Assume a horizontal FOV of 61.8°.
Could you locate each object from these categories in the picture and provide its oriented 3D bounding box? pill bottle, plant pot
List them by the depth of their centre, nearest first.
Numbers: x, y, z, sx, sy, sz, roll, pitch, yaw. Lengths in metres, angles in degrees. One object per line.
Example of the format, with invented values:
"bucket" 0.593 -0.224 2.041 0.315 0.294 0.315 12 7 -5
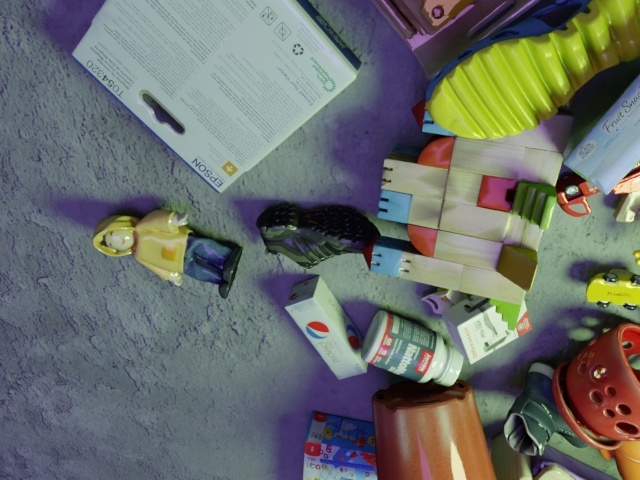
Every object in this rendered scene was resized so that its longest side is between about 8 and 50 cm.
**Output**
"plant pot" 0.534 0.267 0.963 0.191 0.191 0.174 32 134 -10
"pill bottle" 0.181 0.218 1.053 0.180 0.108 0.107 22 126 -2
"plant pot" 0.222 0.427 1.064 0.273 0.272 0.264 -9 89 19

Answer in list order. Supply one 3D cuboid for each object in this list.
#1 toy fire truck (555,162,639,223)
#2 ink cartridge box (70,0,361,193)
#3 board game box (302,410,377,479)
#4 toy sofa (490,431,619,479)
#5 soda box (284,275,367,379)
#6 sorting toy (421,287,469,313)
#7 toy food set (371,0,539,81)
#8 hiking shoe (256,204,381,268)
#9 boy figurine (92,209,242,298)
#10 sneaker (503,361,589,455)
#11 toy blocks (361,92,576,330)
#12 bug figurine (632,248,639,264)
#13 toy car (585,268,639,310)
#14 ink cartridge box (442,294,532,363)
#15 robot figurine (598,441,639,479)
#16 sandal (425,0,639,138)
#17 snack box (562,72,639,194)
"toy fire truck" 0.475 -0.073 0.824 0.192 0.047 0.135 -27 114 27
"ink cartridge box" -0.164 -0.279 0.820 0.330 0.071 0.324 -33 112 33
"board game box" 0.111 0.582 1.329 0.302 0.086 0.308 8 125 8
"toy sofa" 0.564 0.526 1.146 0.363 0.150 0.177 27 128 -6
"soda box" 0.019 0.179 1.084 0.069 0.073 0.216 -22 116 25
"sorting toy" 0.234 0.116 1.014 0.075 0.044 0.083 -23 127 39
"toy food set" 0.132 -0.381 0.666 0.220 0.092 0.306 -35 110 30
"hiking shoe" 0.000 0.000 0.974 0.227 0.086 0.114 9 139 13
"boy figurine" -0.296 0.010 1.033 0.285 0.092 0.177 20 128 -5
"sneaker" 0.450 0.378 1.059 0.226 0.163 0.086 51 147 -17
"toy blocks" 0.209 -0.074 0.822 0.261 0.190 0.381 13 116 15
"bug figurine" 0.631 0.016 0.778 0.279 0.072 0.216 -31 103 18
"toy car" 0.600 0.073 0.889 0.239 0.053 0.225 34 121 -6
"ink cartridge box" 0.303 0.147 0.972 0.135 0.056 0.099 -29 118 -5
"robot figurine" 0.655 0.417 1.068 0.128 0.158 0.219 -33 117 -11
"sandal" 0.281 -0.237 0.675 0.318 0.138 0.126 -25 120 10
"snack box" 0.398 -0.148 0.675 0.070 0.207 0.174 42 113 16
